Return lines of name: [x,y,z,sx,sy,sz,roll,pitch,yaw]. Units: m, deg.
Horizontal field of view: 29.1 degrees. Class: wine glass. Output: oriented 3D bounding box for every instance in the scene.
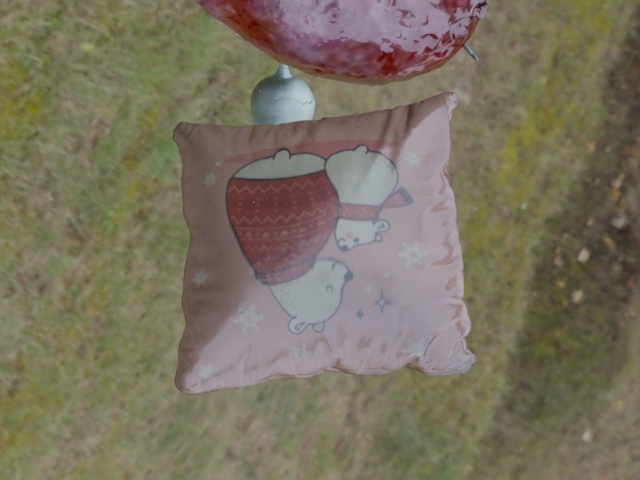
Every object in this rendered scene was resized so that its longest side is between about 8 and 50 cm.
wine glass: [-0.044,-0.197,1.470,0.079,0.079,0.196,-19,121,-43]

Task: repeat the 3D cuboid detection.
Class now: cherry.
cherry: [0.020,-0.211,0.953,0.249,0.175,0.192,-14,104,-18]

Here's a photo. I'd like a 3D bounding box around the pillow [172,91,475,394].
pillow: [0.000,0.000,0.943,0.084,0.236,0.223,81,4,-74]
